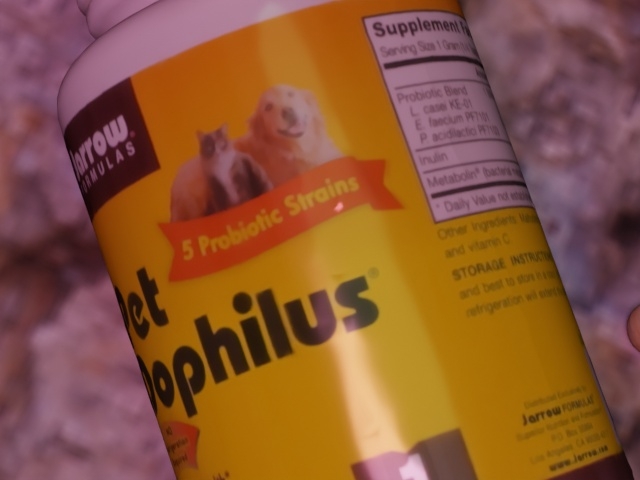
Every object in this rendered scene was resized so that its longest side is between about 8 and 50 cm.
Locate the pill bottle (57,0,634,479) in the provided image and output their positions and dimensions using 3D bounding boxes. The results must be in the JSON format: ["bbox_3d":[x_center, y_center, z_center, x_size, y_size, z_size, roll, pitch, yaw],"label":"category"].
[{"bbox_3d":[0.000,0.000,0.519,0.117,0.117,0.215,-17,81,-16],"label":"pill bottle"}]

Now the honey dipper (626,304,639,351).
[{"bbox_3d":[0.174,0.020,0.602,0.161,0.030,0.030,-5,78,-9],"label":"honey dipper"}]
